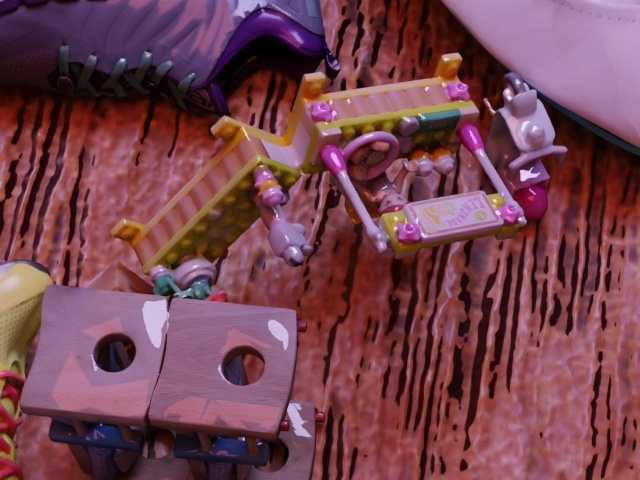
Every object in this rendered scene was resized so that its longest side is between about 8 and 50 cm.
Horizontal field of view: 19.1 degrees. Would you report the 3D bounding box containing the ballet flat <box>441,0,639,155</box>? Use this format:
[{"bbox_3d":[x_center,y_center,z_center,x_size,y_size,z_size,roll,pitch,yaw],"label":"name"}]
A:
[{"bbox_3d":[0.100,-0.207,1.064,0.139,0.139,0.400,-37,65,-12],"label":"ballet flat"}]

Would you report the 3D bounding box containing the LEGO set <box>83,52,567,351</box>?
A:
[{"bbox_3d":[0.000,0.000,0.980,0.287,0.132,0.107,-24,57,-7],"label":"LEGO set"}]

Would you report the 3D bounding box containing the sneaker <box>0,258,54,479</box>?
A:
[{"bbox_3d":[-0.183,0.110,0.982,0.094,0.081,0.208,25,80,16],"label":"sneaker"}]

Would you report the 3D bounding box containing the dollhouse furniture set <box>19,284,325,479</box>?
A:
[{"bbox_3d":[-0.077,0.137,0.925,0.129,0.129,0.184,5,64,8],"label":"dollhouse furniture set"}]

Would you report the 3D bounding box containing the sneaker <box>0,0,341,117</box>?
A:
[{"bbox_3d":[-0.103,-0.108,1.078,0.223,0.083,0.098,-17,68,-3],"label":"sneaker"}]
